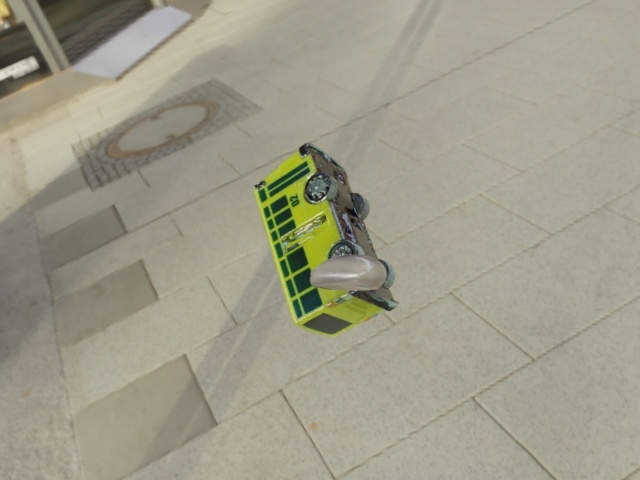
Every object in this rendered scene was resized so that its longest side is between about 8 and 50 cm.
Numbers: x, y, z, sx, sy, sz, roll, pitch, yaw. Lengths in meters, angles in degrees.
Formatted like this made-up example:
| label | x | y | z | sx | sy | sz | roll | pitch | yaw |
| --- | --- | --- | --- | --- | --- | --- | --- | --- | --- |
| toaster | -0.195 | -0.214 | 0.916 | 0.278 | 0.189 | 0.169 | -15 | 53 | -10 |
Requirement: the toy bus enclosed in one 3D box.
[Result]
| label | x | y | z | sx | sy | sz | roll | pitch | yaw |
| --- | --- | --- | --- | --- | --- | --- | --- | --- | --- |
| toy bus | 0.000 | 0.000 | 1.050 | 0.150 | 0.128 | 0.262 | -31 | 59 | 21 |

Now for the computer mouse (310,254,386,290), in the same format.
| label | x | y | z | sx | sy | sz | roll | pitch | yaw |
| --- | --- | --- | --- | --- | --- | --- | --- | --- | --- |
| computer mouse | 0.033 | 0.037 | 0.832 | 0.096 | 0.066 | 0.039 | -6 | 75 | 41 |
